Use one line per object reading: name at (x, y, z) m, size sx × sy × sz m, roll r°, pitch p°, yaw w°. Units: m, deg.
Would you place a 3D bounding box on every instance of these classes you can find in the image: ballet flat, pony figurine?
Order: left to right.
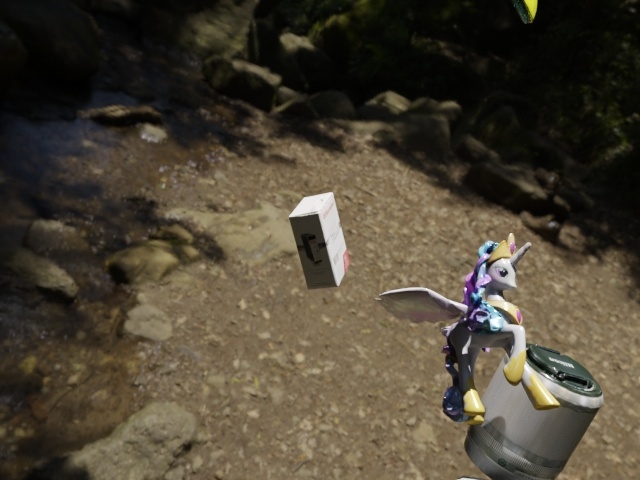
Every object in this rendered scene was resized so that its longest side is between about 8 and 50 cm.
pony figurine at (0.326, 0.197, 1.481) m, size 0.302 × 0.351 × 0.364 m, roll 17°, pitch 59°, yaw -35°
ballet flat at (0.383, -0.535, 1.353) m, size 0.231 × 0.077 × 0.077 m, roll 66°, pitch 12°, yaw 18°

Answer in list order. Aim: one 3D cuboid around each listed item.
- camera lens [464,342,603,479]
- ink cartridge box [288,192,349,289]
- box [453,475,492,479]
camera lens at (0.462, 0.380, 1.504) m, size 0.219 × 0.274 × 0.219 m, roll 22°, pitch 15°, yaw -6°
ink cartridge box at (0.000, 0.000, 1.156) m, size 0.056 × 0.135 × 0.099 m, roll -8°, pitch 20°, yaw 18°
box at (0.329, 0.588, 1.389) m, size 0.119 × 0.182 × 0.181 m, roll -10°, pitch 84°, yaw -32°
